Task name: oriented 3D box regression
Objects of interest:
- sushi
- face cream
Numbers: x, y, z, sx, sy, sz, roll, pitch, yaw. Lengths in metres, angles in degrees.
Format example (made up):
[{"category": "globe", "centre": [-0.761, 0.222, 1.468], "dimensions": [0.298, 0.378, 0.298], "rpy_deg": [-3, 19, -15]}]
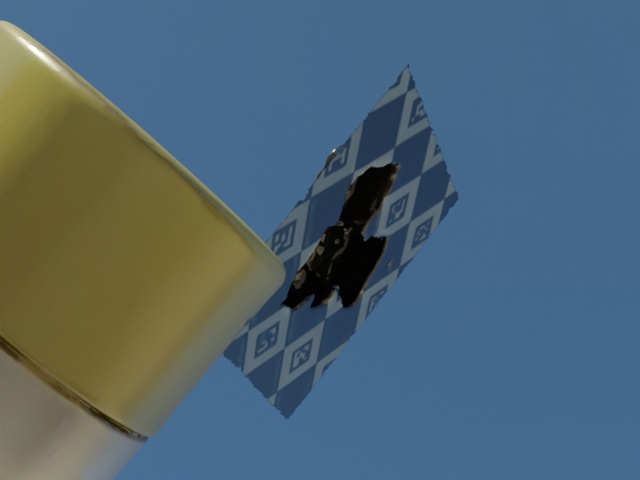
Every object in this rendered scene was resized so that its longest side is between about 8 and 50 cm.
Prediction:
[{"category": "sushi", "centre": [0.000, 0.000, 0.995], "dimensions": [0.047, 0.231, 0.220], "rpy_deg": [33, -11, 26]}, {"category": "face cream", "centre": [-0.155, 0.015, 0.742], "dimensions": [0.218, 0.218, 0.179], "rpy_deg": [43, -95, -19]}]
